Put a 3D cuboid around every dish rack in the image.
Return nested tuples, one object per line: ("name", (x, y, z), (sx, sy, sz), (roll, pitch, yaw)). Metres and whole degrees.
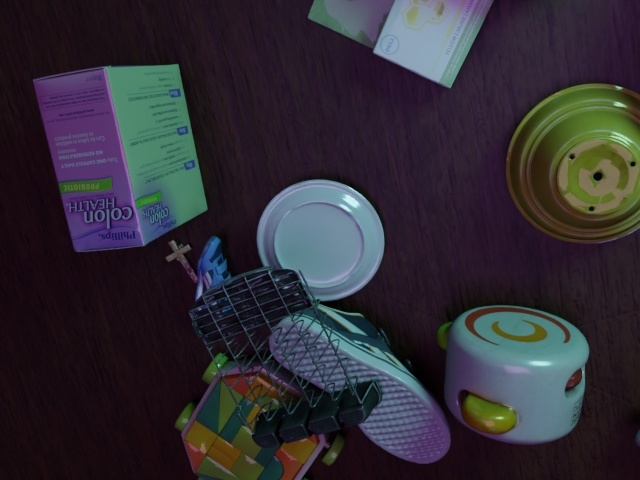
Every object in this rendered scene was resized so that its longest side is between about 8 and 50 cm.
("dish rack", (-0.056, 0.165, 0.936), (0.208, 0.074, 0.272), (-22, 102, 20))

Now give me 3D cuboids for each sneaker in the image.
("sneaker", (0.075, 0.205, 1.022), (0.321, 0.127, 0.126), (40, 114, -1))
("sneaker", (-0.171, 0.059, 1.086), (0.059, 0.053, 0.144), (13, 117, 12))

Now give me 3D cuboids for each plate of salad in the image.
("plate of salad", (0.000, 0.000, 1.025), (0.199, 0.048, 0.200), (1, 109, 4))

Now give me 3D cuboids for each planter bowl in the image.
("planter bowl", (0.352, -0.089, 0.843), (0.217, 0.090, 0.217), (4, 107, 14))

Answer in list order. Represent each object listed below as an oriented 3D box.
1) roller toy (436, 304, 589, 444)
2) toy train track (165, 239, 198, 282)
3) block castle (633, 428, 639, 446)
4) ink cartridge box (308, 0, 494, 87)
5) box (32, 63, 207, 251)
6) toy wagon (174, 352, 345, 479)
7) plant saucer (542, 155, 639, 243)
("roller toy", (0.274, 0.192, 0.927), (0.191, 0.209, 0.146), (-1, 107, -6))
("toy train track", (-0.231, 0.035, 1.115), (0.048, 0.014, 0.083), (-28, 103, 13))
("block castle", (0.620, 0.411, 0.843), (0.213, 0.303, 0.453), (-36, 93, 22))
("ink cartridge box", (0.111, -0.336, 0.897), (0.235, 0.056, 0.171), (26, 111, 4))
("box", (-0.285, -0.131, 0.973), (0.117, 0.213, 0.243), (-6, 105, 16))
("toy wagon", (-0.130, 0.368, 1.154), (0.267, 0.068, 0.344), (33, 111, 4))
("plant saucer", (0.374, -0.094, 0.904), (0.195, 0.037, 0.195), (4, 107, 14))
